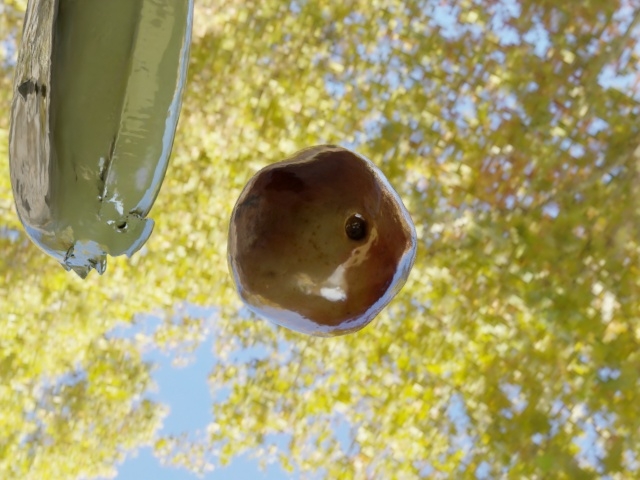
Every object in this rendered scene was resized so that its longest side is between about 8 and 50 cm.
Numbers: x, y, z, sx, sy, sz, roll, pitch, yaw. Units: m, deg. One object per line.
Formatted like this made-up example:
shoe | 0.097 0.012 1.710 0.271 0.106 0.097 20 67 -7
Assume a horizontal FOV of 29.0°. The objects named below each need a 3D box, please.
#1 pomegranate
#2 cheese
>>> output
pomegranate | 0.004 0.000 1.332 0.209 0.209 0.209 13 -136 -12
cheese | -0.171 -0.128 0.952 0.128 0.259 0.315 2 -95 -15
